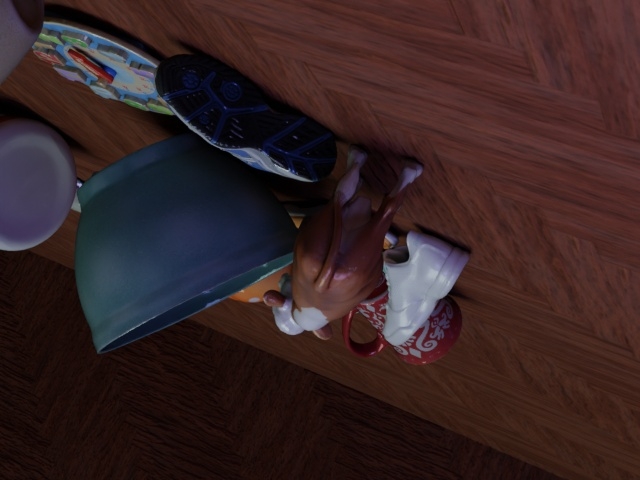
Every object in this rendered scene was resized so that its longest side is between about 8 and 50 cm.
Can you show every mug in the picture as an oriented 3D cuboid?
[{"bbox_3d":[0.098,0.099,1.742,0.113,0.150,0.169,33,172,43],"label":"mug"}]

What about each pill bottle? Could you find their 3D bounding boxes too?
[{"bbox_3d":[-0.581,-0.120,2.058,0.363,0.210,0.210,17,166,40],"label":"pill bottle"}]

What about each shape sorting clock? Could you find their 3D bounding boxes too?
[{"bbox_3d":[-0.235,-0.190,1.412,0.206,0.040,0.206,25,169,5],"label":"shape sorting clock"}]

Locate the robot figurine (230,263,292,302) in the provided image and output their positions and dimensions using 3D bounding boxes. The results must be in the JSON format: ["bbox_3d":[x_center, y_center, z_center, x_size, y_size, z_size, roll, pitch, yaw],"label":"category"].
[{"bbox_3d":[-0.129,0.027,1.929,0.158,0.128,0.219,31,169,-35],"label":"robot figurine"}]

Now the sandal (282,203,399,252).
[{"bbox_3d":[0.008,0.005,1.670,0.102,0.076,0.265,31,167,-26],"label":"sandal"}]

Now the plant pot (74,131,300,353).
[{"bbox_3d":[-0.184,-0.011,1.573,0.196,0.293,0.293,63,169,5],"label":"plant pot"}]

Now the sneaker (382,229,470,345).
[{"bbox_3d":[0.110,0.052,1.598,0.094,0.080,0.212,32,142,2],"label":"sneaker"}]

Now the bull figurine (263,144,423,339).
[{"bbox_3d":[0.021,0.011,1.380,0.101,0.188,0.310,27,169,-3],"label":"bull figurine"}]

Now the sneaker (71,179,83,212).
[{"bbox_3d":[-0.512,-0.096,2.317,0.228,0.092,0.087,30,166,-26],"label":"sneaker"}]

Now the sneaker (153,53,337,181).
[{"bbox_3d":[-0.086,-0.118,1.310,0.211,0.080,0.081,32,164,-24],"label":"sneaker"}]

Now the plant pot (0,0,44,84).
[{"bbox_3d":[-0.346,-0.216,1.072,0.191,0.284,0.284,-11,163,4],"label":"plant pot"}]
